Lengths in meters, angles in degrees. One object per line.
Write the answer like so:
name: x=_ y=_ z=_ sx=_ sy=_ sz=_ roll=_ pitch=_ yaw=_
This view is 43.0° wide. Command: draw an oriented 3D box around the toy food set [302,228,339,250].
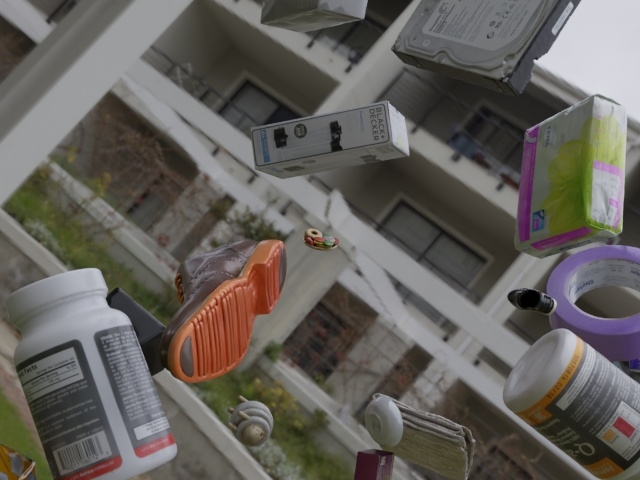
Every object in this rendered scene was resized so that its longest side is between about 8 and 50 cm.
toy food set: x=0.000 y=0.000 z=1.815 sx=0.083 sy=0.020 sz=0.083 roll=14 pitch=21 yaw=5

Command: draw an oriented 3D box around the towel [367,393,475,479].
towel: x=0.186 y=0.363 z=1.487 sx=0.187 sy=0.049 sz=0.282 roll=19 pitch=-24 yaw=18

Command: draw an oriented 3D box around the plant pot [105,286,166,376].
plant pot: x=-0.514 y=0.266 z=2.044 sx=0.188 sy=0.167 sz=0.187 roll=37 pitch=-41 yaw=20

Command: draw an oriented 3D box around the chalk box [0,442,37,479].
chalk box: x=-0.624 y=0.461 z=1.313 sx=0.179 sy=0.289 sz=0.180 roll=74 pitch=-1 yaw=-61

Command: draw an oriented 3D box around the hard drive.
hard drive: x=0.320 y=-0.434 z=1.625 sx=0.064 sy=0.236 sz=0.339 roll=34 pitch=-1 yaw=-42

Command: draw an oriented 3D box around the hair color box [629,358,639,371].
hair color box: x=0.916 y=0.266 z=1.888 sx=0.185 sy=0.110 sz=0.339 roll=12 pitch=-11 yaw=-28

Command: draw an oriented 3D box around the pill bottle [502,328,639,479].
pill bottle: x=0.445 y=0.281 z=1.295 sx=0.278 sy=0.162 sz=0.162 roll=38 pitch=-6 yaw=0

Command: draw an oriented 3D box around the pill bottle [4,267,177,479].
pill bottle: x=-0.406 y=0.245 z=1.418 sx=0.210 sy=0.210 sz=0.362 roll=83 pitch=-15 yaw=-81

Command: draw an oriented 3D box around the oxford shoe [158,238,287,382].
oxford shoe: x=-0.164 y=0.097 z=1.197 sx=0.133 sy=0.129 sz=0.363 roll=6 pitch=20 yaw=15

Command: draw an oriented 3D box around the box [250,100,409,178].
box: x=0.022 y=-0.201 z=1.663 sx=0.169 sy=0.290 sz=0.087 roll=12 pitch=70 yaw=-73

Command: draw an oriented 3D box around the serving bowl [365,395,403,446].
serving bowl: x=0.099 y=0.299 z=1.333 sx=0.027 sy=0.083 sz=0.083 roll=-7 pitch=27 yaw=-35

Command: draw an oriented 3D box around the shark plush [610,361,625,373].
shark plush: x=0.699 y=0.292 z=1.916 sx=0.161 sy=0.067 sz=0.073 roll=37 pitch=-32 yaw=-15

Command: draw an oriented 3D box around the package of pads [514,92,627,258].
package of pads: x=0.514 y=-0.130 z=1.668 sx=0.101 sy=0.296 sz=0.229 roll=17 pitch=-20 yaw=-22

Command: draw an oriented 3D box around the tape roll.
tape roll: x=0.642 y=0.133 z=1.789 sx=0.275 sy=0.275 sz=0.090 roll=35 pitch=-27 yaw=45

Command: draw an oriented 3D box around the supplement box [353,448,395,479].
supplement box: x=0.095 y=0.398 z=1.425 sx=0.043 sy=0.054 sz=0.083 roll=6 pitch=-9 yaw=25

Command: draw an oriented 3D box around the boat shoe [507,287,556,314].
boat shoe: x=0.405 y=0.114 z=1.588 sx=0.042 sy=0.048 sz=0.133 roll=24 pitch=-3 yaw=-20

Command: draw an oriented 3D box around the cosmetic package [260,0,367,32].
cosmetic package: x=-0.013 y=-0.455 z=1.469 sx=0.107 sy=0.127 sz=0.238 roll=5 pitch=6 yaw=-27

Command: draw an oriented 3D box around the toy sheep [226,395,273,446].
toy sheep: x=-0.134 y=0.347 z=1.558 sx=0.091 sy=0.091 sz=0.132 roll=43 pitch=13 yaw=-16
